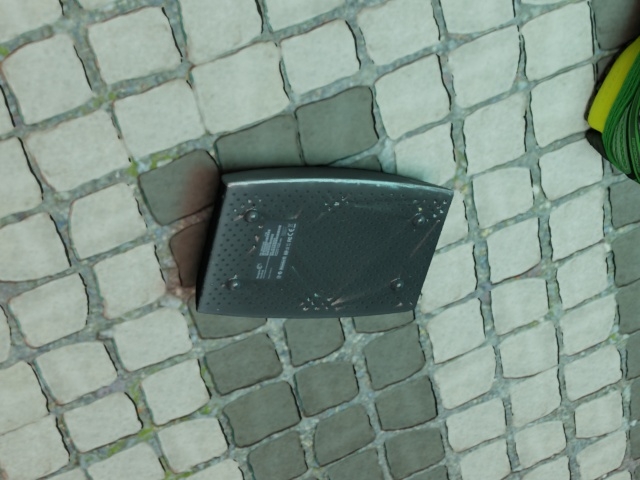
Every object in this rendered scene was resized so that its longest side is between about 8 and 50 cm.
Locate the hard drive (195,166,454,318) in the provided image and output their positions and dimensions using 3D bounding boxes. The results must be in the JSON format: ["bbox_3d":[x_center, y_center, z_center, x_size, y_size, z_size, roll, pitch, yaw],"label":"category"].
[{"bbox_3d":[0.000,0.000,1.364,0.254,0.054,0.172,1,123,-25],"label":"hard drive"}]

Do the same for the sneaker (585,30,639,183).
[{"bbox_3d":[0.400,-0.205,1.342,0.134,0.146,0.343,1,122,-25],"label":"sneaker"}]
